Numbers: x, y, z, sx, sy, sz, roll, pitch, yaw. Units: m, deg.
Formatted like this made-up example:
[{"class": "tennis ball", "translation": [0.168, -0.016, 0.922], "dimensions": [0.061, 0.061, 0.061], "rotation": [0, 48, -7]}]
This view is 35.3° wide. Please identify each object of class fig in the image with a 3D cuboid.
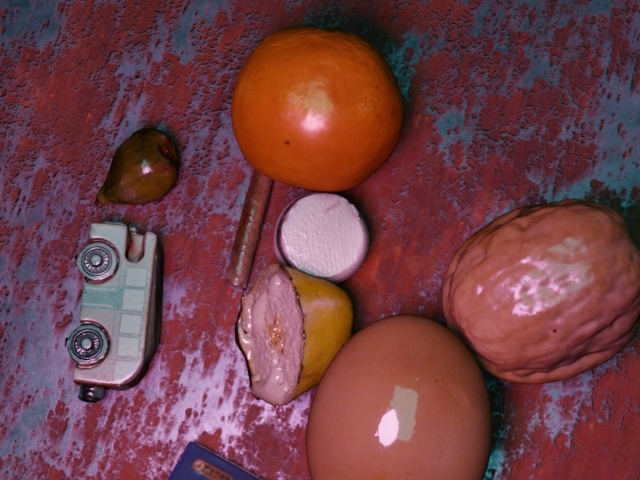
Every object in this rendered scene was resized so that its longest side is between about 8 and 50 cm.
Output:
[{"class": "fig", "translation": [-0.338, -0.121, 1.885], "dimensions": [0.127, 0.185, 0.133], "rotation": [-7, 66, -38]}]

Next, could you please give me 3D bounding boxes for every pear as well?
[{"class": "pear", "translation": [-0.019, 0.167, 1.746], "dimensions": [0.178, 0.267, 0.267], "rotation": [3, 74, -27]}]

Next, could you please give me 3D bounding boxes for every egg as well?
[{"class": "egg", "translation": [0.129, 0.305, 1.633], "dimensions": [0.301, 0.301, 0.374], "rotation": [12, 90, 6]}]

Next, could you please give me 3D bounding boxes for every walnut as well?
[{"class": "walnut", "translation": [0.366, 0.085, 1.681], "dimensions": [0.344, 0.306, 0.306], "rotation": [-31, 77, 2]}]

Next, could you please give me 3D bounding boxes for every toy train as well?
[{"class": "toy train", "translation": [-0.366, 0.128, 1.803], "dimensions": [0.159, 0.129, 0.326], "rotation": [4, 76, -2]}]

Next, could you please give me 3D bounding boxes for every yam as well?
[{"class": "yam", "translation": [-0.127, -0.038, 1.869], "dimensions": [0.046, 0.046, 0.264], "rotation": [12, 79, 6]}]

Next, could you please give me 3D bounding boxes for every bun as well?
[{"class": "bun", "translation": [0.000, 0.000, 1.815], "dimensions": [0.173, 0.120, 0.172], "rotation": [0, 83, -2]}]

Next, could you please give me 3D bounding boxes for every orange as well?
[{"class": "orange", "translation": [-0.003, -0.232, 1.775], "dimensions": [0.312, 0.312, 0.312], "rotation": [-1, 76, 3]}]

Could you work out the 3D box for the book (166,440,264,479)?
[{"class": "book", "translation": [-0.200, 0.591, 1.682], "dimensions": [0.300, 0.039, 0.428], "rotation": [27, 67, 9]}]
